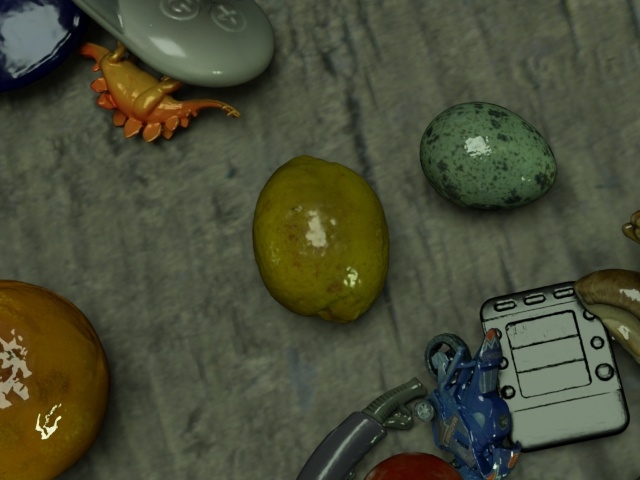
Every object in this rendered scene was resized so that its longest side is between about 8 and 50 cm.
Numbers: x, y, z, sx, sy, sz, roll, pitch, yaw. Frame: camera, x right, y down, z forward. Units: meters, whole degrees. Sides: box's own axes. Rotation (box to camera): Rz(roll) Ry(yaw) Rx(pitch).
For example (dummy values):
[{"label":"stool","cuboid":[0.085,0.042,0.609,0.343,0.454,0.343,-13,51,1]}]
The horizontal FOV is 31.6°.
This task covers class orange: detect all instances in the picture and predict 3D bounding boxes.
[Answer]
[{"label":"orange","cuboid":[-0.382,0.176,1.358,0.261,0.261,0.261,-3,72,9]}]

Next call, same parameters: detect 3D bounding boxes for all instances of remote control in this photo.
[{"label":"remote control","cuboid":[-0.207,-0.320,1.519,0.332,0.103,0.221,39,41,16]}]

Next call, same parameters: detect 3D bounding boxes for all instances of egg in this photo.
[{"label":"egg","cuboid":[0.207,-0.100,1.394,0.172,0.132,0.132,18,76,3]}]

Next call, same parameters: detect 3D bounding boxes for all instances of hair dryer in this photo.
[{"label":"hair dryer","cuboid":[0.037,0.319,1.312,0.301,0.121,0.361,30,74,9]}]

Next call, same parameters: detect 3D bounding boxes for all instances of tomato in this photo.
[{"label":"tomato","cuboid":[0.109,0.311,1.242,0.139,0.091,0.159,-4,75,-8]}]

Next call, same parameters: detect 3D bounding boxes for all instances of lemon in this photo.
[{"label":"lemon","cuboid":[0.000,0.000,1.382,0.170,0.170,0.207,-7,77,8]}]

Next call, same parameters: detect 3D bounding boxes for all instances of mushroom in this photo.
[{"label":"mushroom","cuboid":[0.385,0.108,1.291,0.072,0.094,0.210,-38,83,-24]}]

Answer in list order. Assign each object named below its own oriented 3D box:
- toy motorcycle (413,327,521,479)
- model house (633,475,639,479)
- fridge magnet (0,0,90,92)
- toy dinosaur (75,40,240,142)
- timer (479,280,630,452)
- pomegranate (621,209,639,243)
[{"label":"toy motorcycle","cuboid":[0.176,0.205,1.307,0.114,0.076,0.205,-9,87,43]},{"label":"model house","cuboid":[0.433,0.270,1.152,0.253,0.291,0.184,-25,65,1]},{"label":"fridge magnet","cuboid":[-0.443,-0.326,1.595,0.265,0.112,0.265,-3,72,10]},{"label":"toy dinosaur","cuboid":[-0.237,-0.191,1.540,0.288,0.070,0.117,31,91,22]},{"label":"timer","cuboid":[0.276,0.149,1.343,0.144,0.055,0.187,-13,74,8]},{"label":"pomegranate","cuboid":[0.457,0.000,1.265,0.248,0.214,0.214,13,73,-10]}]
